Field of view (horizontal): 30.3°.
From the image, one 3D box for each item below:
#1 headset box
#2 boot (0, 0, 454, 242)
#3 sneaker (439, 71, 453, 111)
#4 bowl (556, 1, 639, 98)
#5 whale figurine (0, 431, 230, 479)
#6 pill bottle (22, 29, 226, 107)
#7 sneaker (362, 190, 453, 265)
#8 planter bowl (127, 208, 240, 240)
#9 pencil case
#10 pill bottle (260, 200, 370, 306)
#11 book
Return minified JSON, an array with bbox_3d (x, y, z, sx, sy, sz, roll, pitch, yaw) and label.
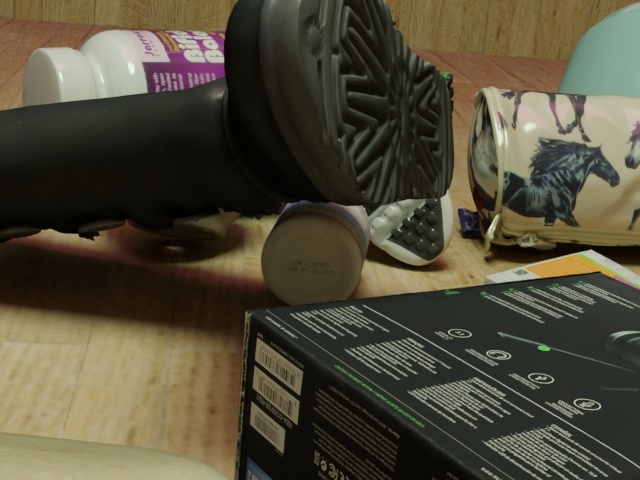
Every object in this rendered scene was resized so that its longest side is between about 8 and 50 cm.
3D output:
[{"bbox_3d":[0.135,0.120,0.626,0.283,0.131,0.246,-5,19,-31],"label":"headset box"},{"bbox_3d":[-0.154,-0.081,0.896,0.445,0.146,0.367,-1,-9,18],"label":"boot"},{"bbox_3d":[0.082,-0.146,1.509,0.146,0.134,0.343,10,18,20],"label":"sneaker"},{"bbox_3d":[0.418,-0.178,1.421,0.311,0.163,0.311,3,-18,1],"label":"bowl"},{"bbox_3d":[-0.111,0.154,0.497,0.216,0.141,0.272,5,-8,0],"label":"whale figurine"},{"bbox_3d":[-0.204,-0.176,1.462,0.301,0.169,0.169,-7,20,-35],"label":"pill bottle"},{"bbox_3d":[0.054,-0.088,1.234,0.292,0.110,0.118,57,7,29],"label":"sneaker"},{"bbox_3d":[-0.131,-0.060,1.148,0.162,0.109,0.162,7,-8,1],"label":"planter bowl"},{"bbox_3d":[0.359,-0.057,1.252,0.410,0.184,0.160,5,-16,-4],"label":"pencil case"},{"bbox_3d":[0.000,0.000,1.069,0.087,0.087,0.160,6,16,5],"label":"pill bottle"},{"bbox_3d":[0.233,0.048,1.077,0.144,0.035,0.096,-8,24,-37],"label":"book"}]
